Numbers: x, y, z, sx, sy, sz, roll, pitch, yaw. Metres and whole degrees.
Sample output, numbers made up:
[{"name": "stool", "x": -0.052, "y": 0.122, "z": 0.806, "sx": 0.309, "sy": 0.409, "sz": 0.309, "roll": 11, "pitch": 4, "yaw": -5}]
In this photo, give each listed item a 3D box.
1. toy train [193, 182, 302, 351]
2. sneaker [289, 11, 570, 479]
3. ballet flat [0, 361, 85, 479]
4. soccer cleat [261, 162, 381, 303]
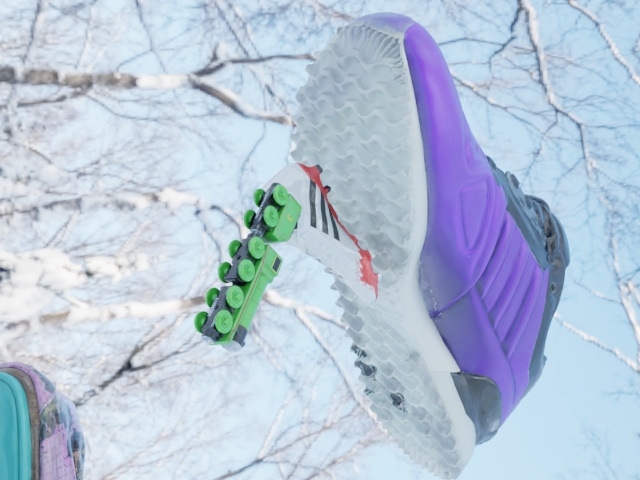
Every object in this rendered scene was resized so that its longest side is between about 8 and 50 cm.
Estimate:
[{"name": "toy train", "x": -0.029, "y": 0.011, "z": 0.351, "sx": 0.017, "sy": 0.083, "sz": 0.023, "roll": -7, "pitch": -42, "yaw": 37}, {"name": "sneaker", "x": 0.082, "y": -0.006, "z": 0.498, "sx": 0.102, "sy": 0.146, "sz": 0.293, "roll": 28, "pitch": -40, "yaw": 48}, {"name": "ballet flat", "x": -0.122, "y": 0.161, "z": 0.344, "sx": 0.077, "sy": 0.079, "sz": 0.221, "roll": -18, "pitch": -121, "yaw": 18}, {"name": "soccer cleat", "x": 0.000, "y": 0.000, "z": 0.420, "sx": 0.083, "sy": 0.036, "sz": 0.029, "roll": 60, "pitch": -20, "yaw": -8}]
